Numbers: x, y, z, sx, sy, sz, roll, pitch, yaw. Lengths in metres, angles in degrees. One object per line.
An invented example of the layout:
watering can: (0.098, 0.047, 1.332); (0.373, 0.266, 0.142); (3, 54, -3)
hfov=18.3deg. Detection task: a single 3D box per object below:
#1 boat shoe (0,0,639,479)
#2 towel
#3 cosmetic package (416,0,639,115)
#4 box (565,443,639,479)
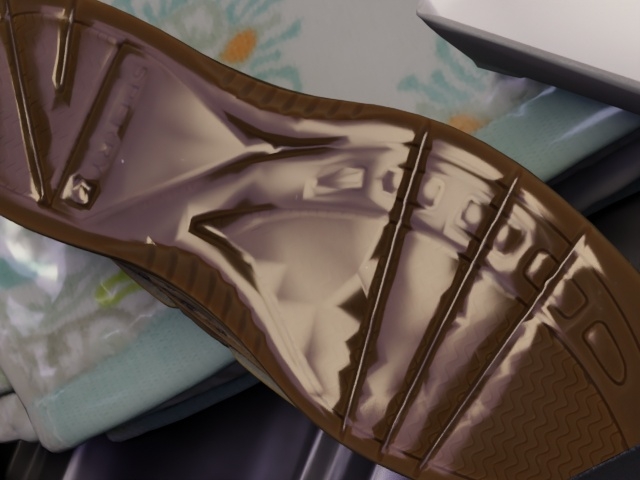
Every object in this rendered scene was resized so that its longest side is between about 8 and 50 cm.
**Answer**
boat shoe: (0.000, 0.000, 0.664); (0.285, 0.089, 0.104); (31, 90, 17)
towel: (-0.019, -0.124, 0.774); (0.374, 0.090, 0.320); (-28, 72, 20)
cosmetic package: (0.228, -0.190, 0.579); (0.284, 0.097, 0.377); (20, 91, 20)
box: (0.151, 0.112, 0.569); (0.153, 0.207, 0.108); (-29, 66, 19)
